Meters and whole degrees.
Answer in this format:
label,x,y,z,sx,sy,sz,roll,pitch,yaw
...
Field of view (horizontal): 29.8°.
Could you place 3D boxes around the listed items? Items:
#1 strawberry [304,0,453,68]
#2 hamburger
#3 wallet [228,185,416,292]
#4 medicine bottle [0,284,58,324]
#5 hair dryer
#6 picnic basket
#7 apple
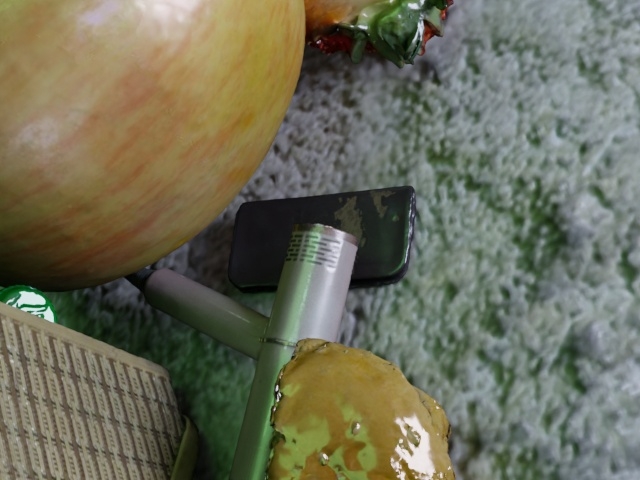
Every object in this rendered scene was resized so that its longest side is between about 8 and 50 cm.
label,x,y,z,sx,sy,sz,roll,pitch,yaw
strawberry,0.037,-0.208,0.989,0.192,0.085,0.140,8,72,33
hamburger,0.021,0.193,0.770,0.131,0.124,0.262,-1,66,27
wallet,0.000,0.000,0.945,0.156,0.018,0.082,-3,65,26
medicine bottle,-0.294,0.090,0.945,0.309,0.076,0.111,-22,48,51
hair dryer,-0.087,0.078,0.917,0.220,0.053,0.195,7,79,34
picnic basket,-0.227,0.179,0.800,0.228,0.313,0.175,-25,66,13
apple,-0.201,-0.159,0.910,0.346,0.391,0.391,-40,54,-1
